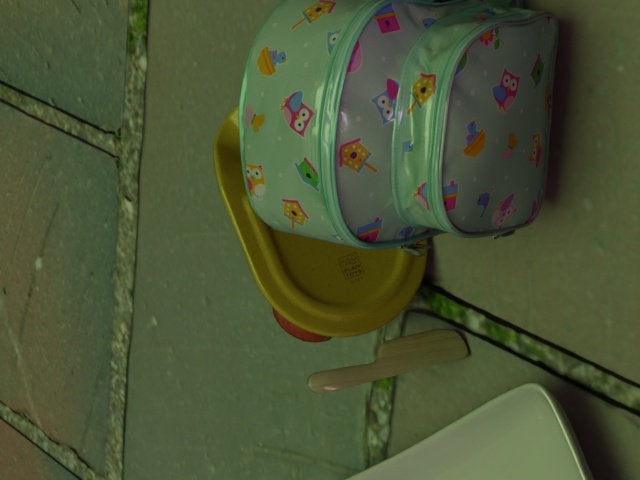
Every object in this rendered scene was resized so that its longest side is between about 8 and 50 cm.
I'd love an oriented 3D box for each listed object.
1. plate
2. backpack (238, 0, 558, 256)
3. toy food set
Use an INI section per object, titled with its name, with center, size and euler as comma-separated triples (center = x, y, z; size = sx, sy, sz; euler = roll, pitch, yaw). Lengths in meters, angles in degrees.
[plate]
center = 0.124, 0.259, 0.969
size = 0.278, 0.045, 0.277
euler = -37, 72, 47
[backpack]
center = 0.047, -0.074, 0.863
size = 0.144, 0.188, 0.166
euler = 22, 114, 44
[toy food set]
center = 0.000, 0.000, 0.999
size = 0.218, 0.128, 0.071
euler = 69, 160, 3
